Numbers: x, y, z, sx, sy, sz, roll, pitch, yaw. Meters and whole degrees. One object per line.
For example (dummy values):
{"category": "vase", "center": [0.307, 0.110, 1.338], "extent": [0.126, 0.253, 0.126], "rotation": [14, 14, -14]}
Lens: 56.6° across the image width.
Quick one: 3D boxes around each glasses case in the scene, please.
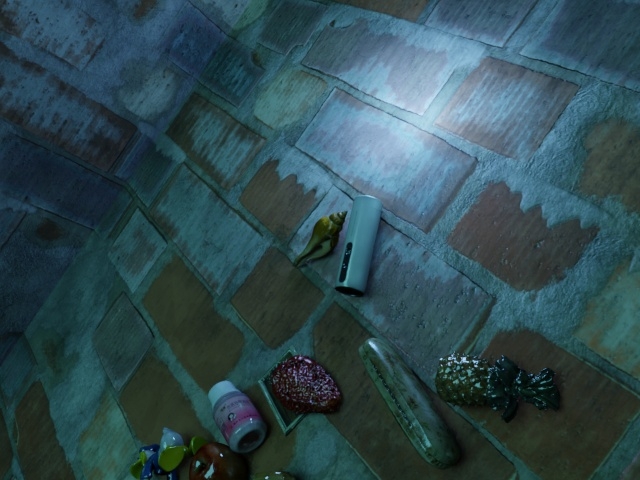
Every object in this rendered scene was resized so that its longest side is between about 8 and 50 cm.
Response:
{"category": "glasses case", "center": [0.244, 0.447, 1.677], "extent": [0.098, 0.156, 0.425], "rotation": [-46, 47, 14]}

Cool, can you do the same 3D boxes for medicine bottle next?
{"category": "medicine bottle", "center": [-0.295, 0.604, 2.056], "extent": [0.147, 0.147, 0.247], "rotation": [-52, 47, 6]}

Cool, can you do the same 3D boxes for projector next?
{"category": "projector", "center": [0.132, 0.017, 2.025], "extent": [0.108, 0.108, 0.337], "rotation": [-1, 67, 39]}

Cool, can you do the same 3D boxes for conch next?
{"category": "conch", "center": [0.002, -0.003, 2.162], "extent": [0.330, 0.109, 0.093], "rotation": [-48, 3, 38]}

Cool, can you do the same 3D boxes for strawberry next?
{"category": "strawberry", "center": [-0.066, 0.471, 1.939], "extent": [0.286, 0.106, 0.188], "rotation": [14, 79, 42]}

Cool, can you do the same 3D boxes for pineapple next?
{"category": "pineapple", "center": [0.461, 0.385, 1.555], "extent": [0.310, 0.141, 0.170], "rotation": [0, 64, 32]}

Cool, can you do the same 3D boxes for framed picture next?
{"category": "framed picture", "center": [-0.111, 0.507, 2.041], "extent": [0.197, 0.014, 0.252], "rotation": [-48, 47, 10]}

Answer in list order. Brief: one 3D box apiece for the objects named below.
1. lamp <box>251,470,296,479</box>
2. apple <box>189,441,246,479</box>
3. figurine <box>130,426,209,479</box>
{"category": "lamp", "center": [-0.146, 0.809, 1.823], "extent": [0.161, 0.161, 0.185], "rotation": [-22, 57, 30]}
{"category": "apple", "center": [-0.345, 0.774, 1.993], "extent": [0.181, 0.168, 0.181], "rotation": [-22, 55, 35]}
{"category": "figurine", "center": [-0.581, 0.838, 2.195], "extent": [0.338, 0.204, 0.283], "rotation": [-6, 72, 51]}
